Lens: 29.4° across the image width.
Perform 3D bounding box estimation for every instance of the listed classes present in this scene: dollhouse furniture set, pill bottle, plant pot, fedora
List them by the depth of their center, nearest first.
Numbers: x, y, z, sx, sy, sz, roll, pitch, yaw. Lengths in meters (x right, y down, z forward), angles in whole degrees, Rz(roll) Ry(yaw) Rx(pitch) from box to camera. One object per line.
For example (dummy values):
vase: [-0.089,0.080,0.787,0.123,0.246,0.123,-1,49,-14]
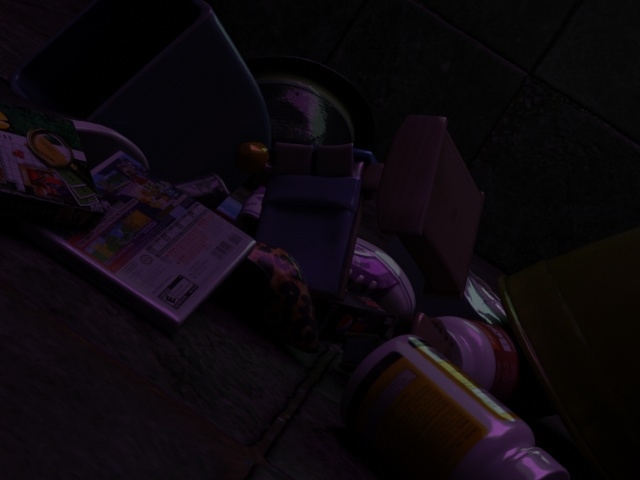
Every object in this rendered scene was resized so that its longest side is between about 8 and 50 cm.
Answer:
pill bottle: [0.126,0.193,1.159,0.208,0.119,0.119,39,11,35]
dollhouse furniture set: [0.000,0.000,1.387,0.304,0.286,0.198,5,-21,24]
pill bottle: [0.172,0.156,1.503,0.121,0.121,0.216,37,10,26]
plant pot: [-0.206,-0.167,1.580,0.252,0.247,0.248,49,-3,-39]
plant pot: [0.480,0.119,1.630,0.366,0.353,0.366,54,13,-19]
fedora: [-0.062,-0.180,2.239,0.334,0.334,0.152,29,40,-24]

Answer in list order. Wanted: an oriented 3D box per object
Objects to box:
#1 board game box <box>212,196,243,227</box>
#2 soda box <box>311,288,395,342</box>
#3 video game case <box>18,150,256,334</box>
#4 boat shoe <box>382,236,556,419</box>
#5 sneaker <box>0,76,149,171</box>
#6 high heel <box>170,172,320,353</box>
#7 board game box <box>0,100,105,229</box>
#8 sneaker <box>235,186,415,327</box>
board game box: [-0.199,-0.079,1.782,0.281,0.027,0.145,33,8,0]
soda box: [0.025,0.093,1.551,0.060,0.053,0.169,38,10,30]
video game case: [-0.180,-0.003,1.242,0.183,0.023,0.201,34,31,4]
boat shoe: [0.239,0.131,1.834,0.367,0.135,0.156,43,13,35]
sneaker: [-0.322,-0.124,1.340,0.296,0.104,0.147,15,24,-50]
high heel: [-0.126,0.042,1.340,0.186,0.093,0.261,-18,63,-45]
board game box: [-0.330,-0.089,1.135,0.260,0.030,0.136,13,38,-43]
sneaker: [-0.002,0.044,1.673,0.282,0.102,0.161,38,29,0]
